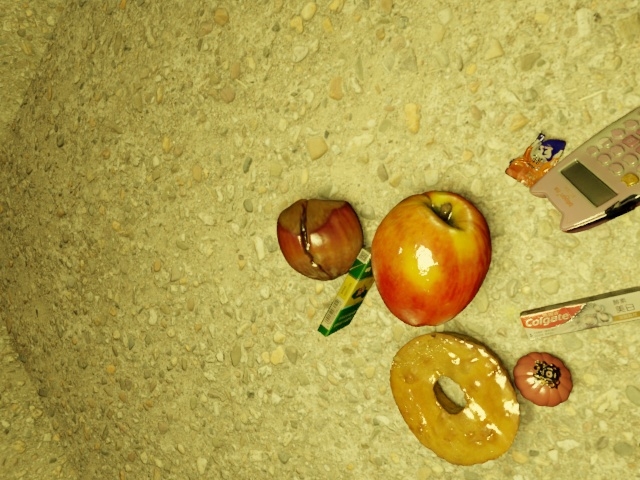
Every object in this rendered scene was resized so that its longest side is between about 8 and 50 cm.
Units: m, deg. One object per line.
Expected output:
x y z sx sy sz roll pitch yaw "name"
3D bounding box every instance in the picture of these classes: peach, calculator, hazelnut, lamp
0.220 0.038 0.843 0.238 0.281 0.280 -3 93 -14 "peach"
0.532 -0.136 0.704 0.043 0.194 0.294 37 118 -23 "calculator"
-0.001 0.001 0.993 0.212 0.181 0.180 -8 70 19 "hazelnut"
0.447 0.279 0.814 0.108 0.092 0.107 -5 61 9 "lamp"

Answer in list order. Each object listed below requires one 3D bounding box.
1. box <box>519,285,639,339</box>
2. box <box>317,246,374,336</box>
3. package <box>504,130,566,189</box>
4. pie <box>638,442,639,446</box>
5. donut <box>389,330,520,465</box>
0.515 0.145 0.797 0.218 0.040 0.055 -20 85 28 "box"
0.084 0.120 0.979 0.034 0.132 0.235 35 110 24 "box"
0.438 -0.163 0.822 0.077 0.033 0.110 25 121 1 "package"
0.685 0.347 0.611 0.340 0.083 0.339 12 135 12 "pie"
0.293 0.324 0.878 0.278 0.109 0.277 5 97 38 "donut"
